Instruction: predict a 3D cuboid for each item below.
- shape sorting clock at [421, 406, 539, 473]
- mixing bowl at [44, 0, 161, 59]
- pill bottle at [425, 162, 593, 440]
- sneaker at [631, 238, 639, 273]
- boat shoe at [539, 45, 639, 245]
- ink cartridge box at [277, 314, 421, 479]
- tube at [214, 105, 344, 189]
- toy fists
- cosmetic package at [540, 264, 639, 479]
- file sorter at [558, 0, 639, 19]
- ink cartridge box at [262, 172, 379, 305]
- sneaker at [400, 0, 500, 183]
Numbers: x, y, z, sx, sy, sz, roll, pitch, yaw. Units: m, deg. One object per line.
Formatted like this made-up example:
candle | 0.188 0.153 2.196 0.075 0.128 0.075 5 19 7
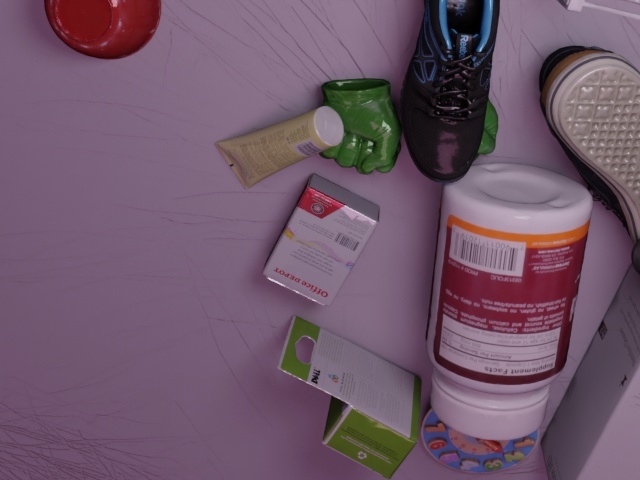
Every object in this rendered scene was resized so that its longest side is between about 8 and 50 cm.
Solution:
shape sorting clock | 0.280 0.338 1.688 0.206 0.040 0.206 1 123 1
mixing bowl | -0.338 -0.347 1.433 0.181 0.098 0.181 2 114 5
pill bottle | 0.282 0.097 1.495 0.224 0.224 0.392 5 115 4
sneaker | 0.588 0.014 1.376 0.267 0.106 0.101 -20 125 0
boat shoe | 0.487 -0.107 1.430 0.187 0.156 0.500 -41 119 14
ink cartridge box | 0.035 0.255 1.610 0.255 0.189 0.097 28 115 -5
tube | -0.067 -0.145 1.480 0.240 0.062 0.070 -17 72 45
toy fists | 0.129 -0.169 1.466 0.279 0.096 0.142 -2 114 5
cosmetic package | 0.509 0.262 1.553 0.156 0.217 0.385 20 112 -4
file sorter | 0.431 -0.437 1.268 0.173 0.193 0.277 13 114 -4
ink cartridge box | 0.000 0.000 1.564 0.127 0.072 0.175 27 113 -6
sneaker | 0.176 -0.240 1.326 0.125 0.139 0.340 2 107 3
